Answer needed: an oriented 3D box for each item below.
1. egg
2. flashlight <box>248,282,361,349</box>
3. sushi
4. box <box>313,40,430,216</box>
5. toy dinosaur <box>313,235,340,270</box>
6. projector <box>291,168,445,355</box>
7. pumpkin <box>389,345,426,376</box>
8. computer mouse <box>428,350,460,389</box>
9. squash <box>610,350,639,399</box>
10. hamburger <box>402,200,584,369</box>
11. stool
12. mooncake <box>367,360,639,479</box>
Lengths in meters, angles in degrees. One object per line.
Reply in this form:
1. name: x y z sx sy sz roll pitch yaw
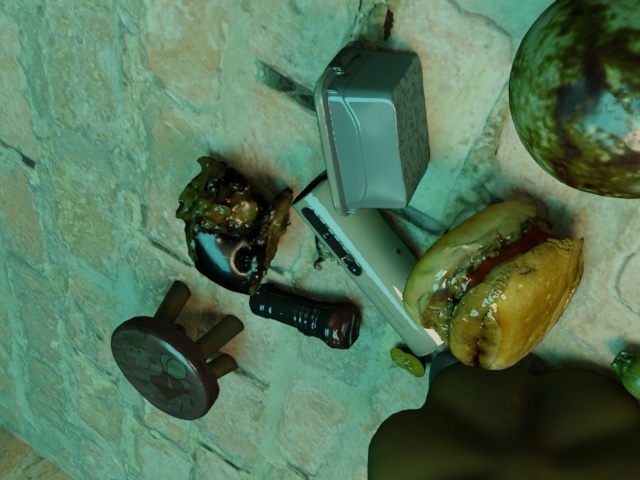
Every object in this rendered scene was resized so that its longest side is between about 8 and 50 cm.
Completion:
1. egg: 0.347 -0.161 0.878 0.289 0.238 0.238 7 129 24
2. flashlight: -0.035 0.142 1.579 0.232 0.093 0.093 12 131 35
3. sushi: -0.163 -0.034 1.463 0.204 0.213 0.200 22 115 3
4. box: 0.073 -0.156 1.175 0.130 0.162 0.227 7 129 22
5. toy dinosaur: 0.013 0.007 1.459 0.058 0.037 0.180 23 138 15
6. projector: 0.095 0.033 1.360 0.337 0.108 0.108 50 140 -9
7. pumpkin: 0.167 0.218 1.525 0.083 0.028 0.050 24 136 35
8. computer mouse: 0.256 0.297 1.500 0.120 0.057 0.232 16 134 28
9. squash: 0.528 0.231 1.206 0.219 0.068 0.077 33 173 14
10. hamburger: 0.248 0.060 1.177 0.163 0.244 0.244 43 146 35
11. stool: -0.308 0.244 1.821 0.272 0.178 0.272 22 136 23
12. mooncake: 0.301 0.405 1.248 0.467 0.467 0.262 17 135 28
